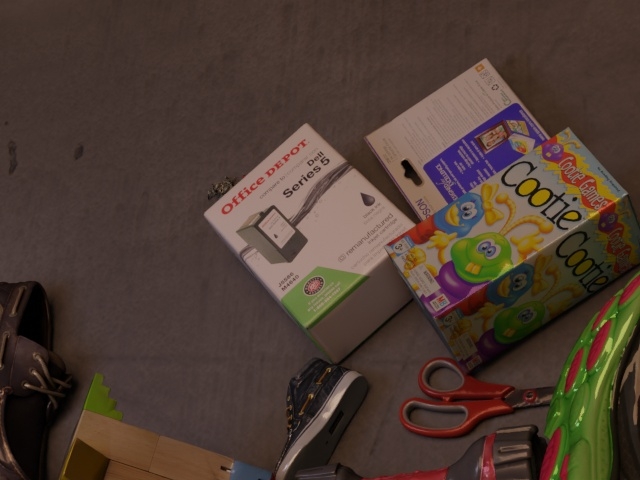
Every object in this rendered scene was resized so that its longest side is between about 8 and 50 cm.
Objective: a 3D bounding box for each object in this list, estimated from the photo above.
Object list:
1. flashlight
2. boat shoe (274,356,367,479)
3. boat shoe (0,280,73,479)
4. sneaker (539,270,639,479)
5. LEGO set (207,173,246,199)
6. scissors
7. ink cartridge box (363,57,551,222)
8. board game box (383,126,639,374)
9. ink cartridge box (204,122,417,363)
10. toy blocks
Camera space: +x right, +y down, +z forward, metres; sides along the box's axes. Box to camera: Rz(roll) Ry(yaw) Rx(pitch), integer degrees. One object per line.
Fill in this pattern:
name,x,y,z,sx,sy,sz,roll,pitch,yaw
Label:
flashlight,0.117,0.288,1.784,0.304,0.103,0.103,-10,57,20
boat shoe,-0.020,0.235,1.917,0.083,0.065,0.183,19,63,36
boat shoe,-0.424,0.190,2.099,0.130,0.132,0.355,-25,53,10
sneaker,0.366,0.224,1.679,0.202,0.185,0.482,24,61,-6
LEGO set,-0.131,-0.081,2.201,0.083,0.023,0.054,-34,50,3
scissors,0.239,0.203,1.837,0.297,0.021,0.109,4,59,27
ink cartridge box,0.193,-0.126,2.056,0.208,0.045,0.206,-33,51,2
board game box,0.244,0.013,1.866,0.275,0.142,0.144,-33,49,-1
ink cartridge box,0.000,0.000,2.023,0.198,0.115,0.273,-42,51,-4
toy blocks,-0.205,0.382,1.763,0.261,0.191,0.381,20,65,-8
